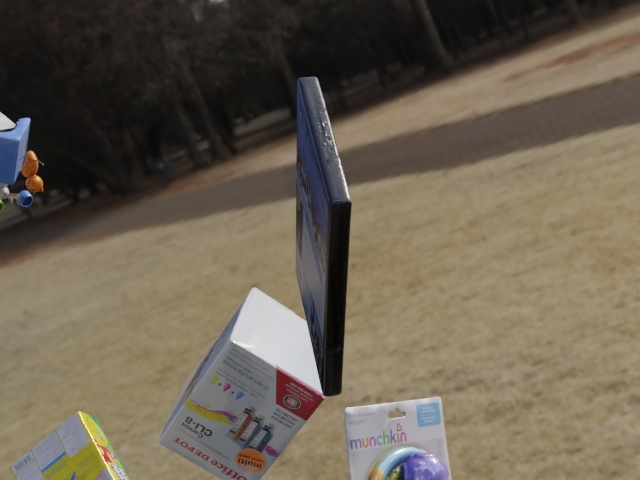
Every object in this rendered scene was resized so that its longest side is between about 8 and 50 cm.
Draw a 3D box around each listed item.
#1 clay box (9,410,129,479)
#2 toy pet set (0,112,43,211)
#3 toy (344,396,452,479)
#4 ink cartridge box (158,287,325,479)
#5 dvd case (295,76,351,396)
[{"bbox_3d":[-0.311,0.353,1.505,0.127,0.222,0.053,-39,-29,5],"label":"clay box"},{"bbox_3d":[-0.271,-0.052,0.957,0.065,0.114,0.122,36,35,29],"label":"toy pet set"},{"bbox_3d":[0.099,0.271,1.078,0.137,0.237,0.056,1,-9,-43],"label":"toy"},{"bbox_3d":[-0.082,0.176,1.321,0.176,0.128,0.127,-54,8,27],"label":"ink cartridge box"},{"bbox_3d":[0.000,0.000,1.072,0.022,0.253,0.180,-6,44,-8],"label":"dvd case"}]
